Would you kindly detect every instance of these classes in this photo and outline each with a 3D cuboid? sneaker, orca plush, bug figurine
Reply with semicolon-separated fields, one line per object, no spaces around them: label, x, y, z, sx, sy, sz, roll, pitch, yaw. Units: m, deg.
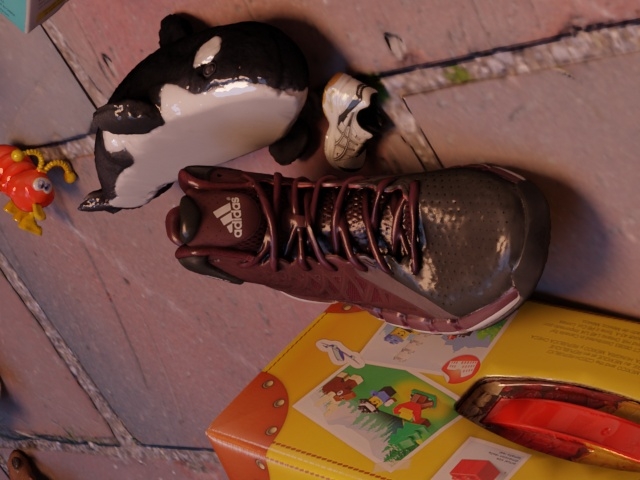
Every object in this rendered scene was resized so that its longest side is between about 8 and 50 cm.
sneaker;0.024;-0.070;1.212;0.037;0.032;0.083;21;147;23
orca plush;-0.086;-0.102;1.296;0.151;0.102;0.287;2;164;-12
bug figurine;-0.341;-0.097;1.519;0.279;0.072;0.216;22;-169;-46
sneaker;0.000;0.000;1.176;0.281;0.162;0.106;-5;79;52

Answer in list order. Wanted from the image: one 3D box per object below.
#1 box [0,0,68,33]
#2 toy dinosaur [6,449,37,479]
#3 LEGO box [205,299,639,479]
box;-0.166;-0.244;1.175;0.060;0.100;0.244;39;149;14
toy dinosaur;-0.245;0.357;1.985;0.295;0.127;0.200;19;134;30
LEGO box;0.217;0.249;1.187;0.500;0.193;0.372;11;135;45
